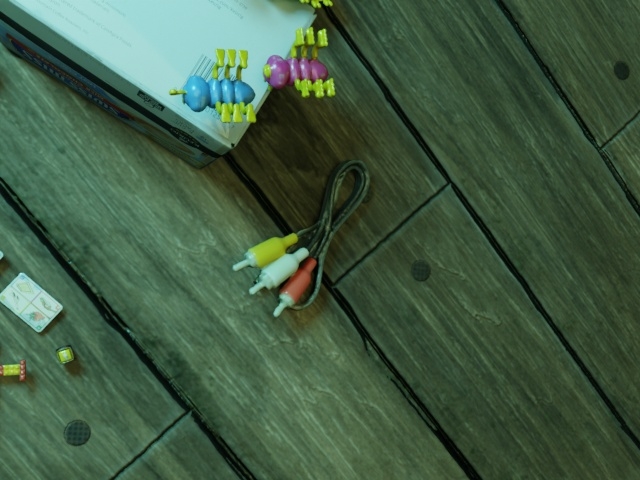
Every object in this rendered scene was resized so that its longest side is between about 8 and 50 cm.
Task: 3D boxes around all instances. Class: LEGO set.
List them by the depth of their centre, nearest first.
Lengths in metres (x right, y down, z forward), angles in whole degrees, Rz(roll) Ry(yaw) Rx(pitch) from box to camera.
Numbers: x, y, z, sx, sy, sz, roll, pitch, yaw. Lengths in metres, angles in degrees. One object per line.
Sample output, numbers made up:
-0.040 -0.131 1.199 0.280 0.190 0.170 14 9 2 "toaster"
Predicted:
-0.458 0.118 1.018 0.244 0.060 0.182 44 79 -13 "LEGO set"

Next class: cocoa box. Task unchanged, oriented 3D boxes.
-0.230 -0.291 1.023 0.347 0.228 0.231 33 77 -16 "cocoa box"

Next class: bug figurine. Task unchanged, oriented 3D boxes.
-0.084 -0.267 0.916 0.216 0.072 0.279 -1 82 -27 "bug figurine"

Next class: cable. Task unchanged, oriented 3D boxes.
0.000 0.000 1.176 0.287 0.072 0.139 -44 107 -16 "cable"
